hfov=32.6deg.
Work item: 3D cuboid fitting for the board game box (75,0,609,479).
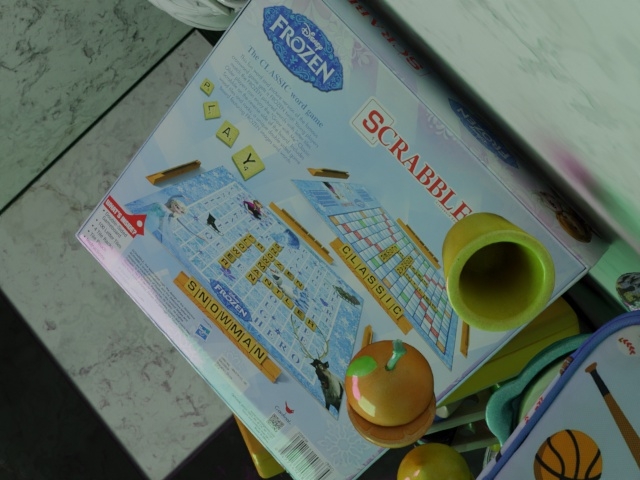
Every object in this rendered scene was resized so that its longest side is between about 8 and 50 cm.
[{"bbox_3d":[0.000,0.000,0.866,0.318,0.318,0.066,47,-151,8],"label":"board game box"}]

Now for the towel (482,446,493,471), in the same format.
[{"bbox_3d":[0.365,0.354,1.453,0.324,0.056,0.312,26,159,14],"label":"towel"}]

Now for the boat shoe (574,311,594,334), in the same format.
[{"bbox_3d":[0.258,0.140,1.317,0.132,0.130,0.355,47,-179,40],"label":"boat shoe"}]

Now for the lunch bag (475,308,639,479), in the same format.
[{"bbox_3d":[0.188,0.196,0.575,0.243,0.303,0.115,39,-174,42],"label":"lunch bag"}]

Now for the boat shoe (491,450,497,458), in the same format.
[{"bbox_3d":[0.312,0.238,1.293,0.219,0.070,0.078,1,163,15],"label":"boat shoe"}]

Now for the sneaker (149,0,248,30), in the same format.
[{"bbox_3d":[-0.105,-0.249,1.032,0.152,0.114,0.305,48,-179,14],"label":"sneaker"}]

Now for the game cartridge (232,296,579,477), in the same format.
[{"bbox_3d":[0.045,0.068,1.089,0.285,0.324,0.052,-123,16,-52],"label":"game cartridge"}]

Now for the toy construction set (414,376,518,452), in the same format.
[{"bbox_3d":[0.237,0.177,1.163,0.257,0.237,0.308,15,133,59],"label":"toy construction set"}]

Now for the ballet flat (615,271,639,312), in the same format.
[{"bbox_3d":[0.234,0.052,0.681,0.114,0.041,0.041,47,-179,26],"label":"ballet flat"}]

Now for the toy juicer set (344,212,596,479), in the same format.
[{"bbox_3d":[0.162,0.147,0.748,0.329,0.209,0.089,38,-167,-18],"label":"toy juicer set"}]
